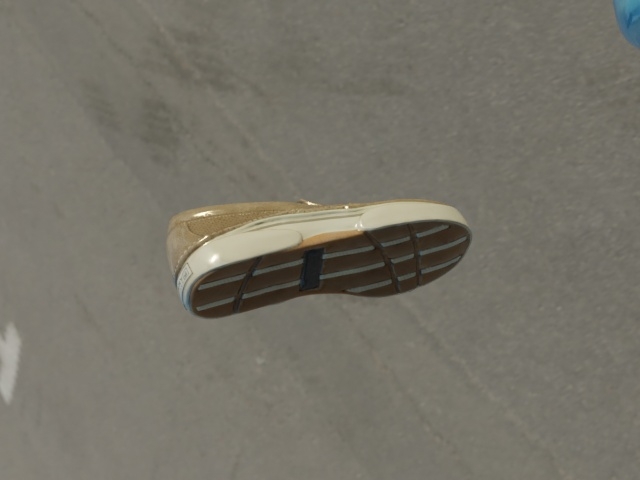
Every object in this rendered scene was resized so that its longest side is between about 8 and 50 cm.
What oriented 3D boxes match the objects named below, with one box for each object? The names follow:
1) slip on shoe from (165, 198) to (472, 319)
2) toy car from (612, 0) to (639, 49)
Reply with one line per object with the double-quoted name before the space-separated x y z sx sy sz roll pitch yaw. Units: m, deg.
"slip on shoe" 0.000 0.000 0.516 0.051 0.135 0.041 100 151 -45
"toy car" 0.165 -0.207 0.356 0.238 0.210 0.219 54 -151 -74
